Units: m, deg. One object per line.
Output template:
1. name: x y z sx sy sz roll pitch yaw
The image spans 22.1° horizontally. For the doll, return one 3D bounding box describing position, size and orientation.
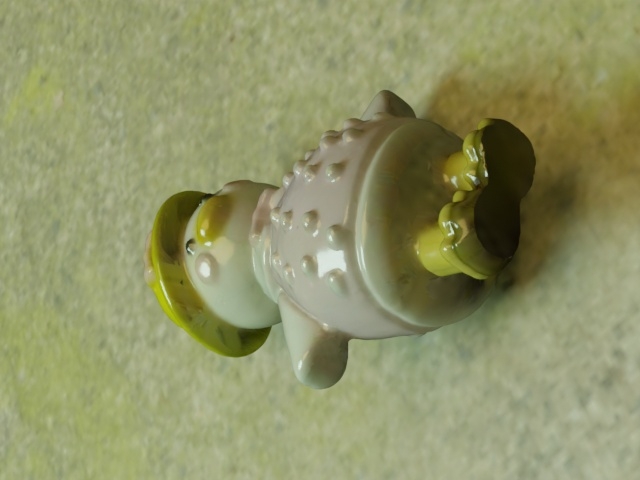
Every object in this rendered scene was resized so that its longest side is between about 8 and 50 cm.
1. doll: 0.000 0.000 0.645 0.207 0.081 0.129 -12 53 45
